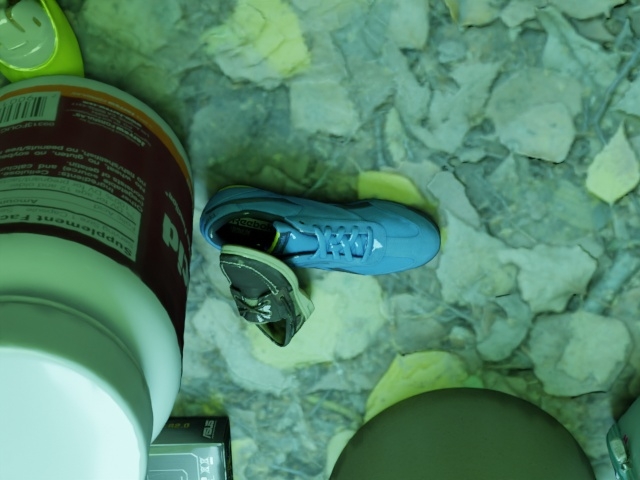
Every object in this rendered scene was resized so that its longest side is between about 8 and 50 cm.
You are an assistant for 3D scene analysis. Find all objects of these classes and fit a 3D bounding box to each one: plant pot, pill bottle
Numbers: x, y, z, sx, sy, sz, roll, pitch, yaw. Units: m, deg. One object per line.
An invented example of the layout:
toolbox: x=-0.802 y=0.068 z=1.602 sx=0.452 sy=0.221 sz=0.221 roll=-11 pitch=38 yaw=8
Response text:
plant pot: x=0.126 y=0.300 z=1.515 sx=0.256 sy=0.274 sz=0.256 roll=1 pitch=110 yaw=2
pill bottle: x=-0.214 y=0.050 z=1.361 sx=0.224 sy=0.392 sz=0.224 roll=0 pitch=121 yaw=-1

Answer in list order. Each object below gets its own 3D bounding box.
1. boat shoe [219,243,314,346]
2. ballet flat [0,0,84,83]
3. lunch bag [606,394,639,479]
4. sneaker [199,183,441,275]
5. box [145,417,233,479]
boat shoe: x=-0.047 y=0.049 z=1.505 sx=0.056 sy=0.152 sz=0.049 roll=9 pitch=70 yaw=28
ballet flat: x=-0.268 y=-0.208 z=1.455 sx=0.077 sy=0.077 sz=0.231 roll=-21 pitch=107 yaw=8
lunch bag: x=0.367 y=0.244 z=1.510 sx=0.279 sy=0.224 sz=0.108 roll=40 pitch=106 yaw=-12
sneaker: x=0.000 y=0.000 z=1.516 sx=0.209 sy=0.082 sz=0.069 roll=8 pitch=108 yaw=-2
box: x=-0.168 y=0.280 z=1.635 sx=0.183 sy=0.056 sz=0.231 roll=-2 pitch=109 yaw=4
